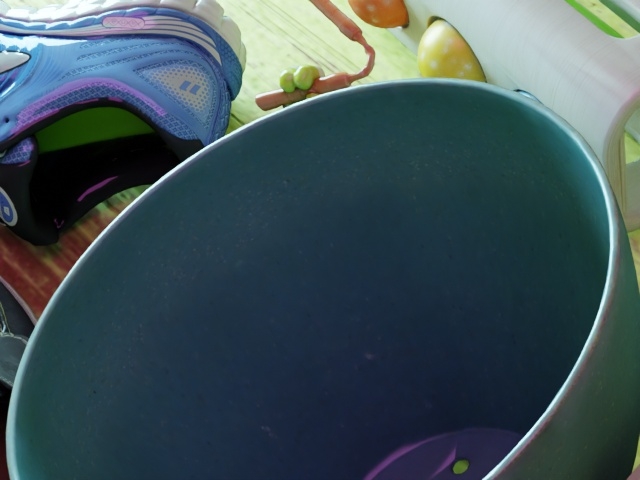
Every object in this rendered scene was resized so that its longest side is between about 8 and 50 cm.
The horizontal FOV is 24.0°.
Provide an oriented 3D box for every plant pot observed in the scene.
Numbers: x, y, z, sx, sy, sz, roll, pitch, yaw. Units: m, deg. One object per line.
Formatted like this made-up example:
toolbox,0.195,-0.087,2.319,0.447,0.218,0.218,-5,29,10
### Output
plant pot,0.028,0.093,0.713,0.290,0.195,0.290,-18,41,16

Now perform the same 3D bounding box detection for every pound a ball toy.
pound a ball toy,0.097,-0.171,0.903,0.136,0.208,0.319,-36,56,-12

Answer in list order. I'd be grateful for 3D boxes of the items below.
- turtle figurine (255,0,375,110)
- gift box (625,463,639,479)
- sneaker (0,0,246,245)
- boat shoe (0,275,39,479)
turtle figurine,0.000,0.000,0.872,0.217,0.087,0.269,-34,87,-4
gift box,0.262,0.112,0.616,0.276,0.255,0.258,40,86,26
sneaker,-0.216,-0.077,0.964,0.330,0.129,0.147,-5,53,10
boat shoe,-0.198,0.083,0.881,0.084,0.079,0.233,-26,53,-3
